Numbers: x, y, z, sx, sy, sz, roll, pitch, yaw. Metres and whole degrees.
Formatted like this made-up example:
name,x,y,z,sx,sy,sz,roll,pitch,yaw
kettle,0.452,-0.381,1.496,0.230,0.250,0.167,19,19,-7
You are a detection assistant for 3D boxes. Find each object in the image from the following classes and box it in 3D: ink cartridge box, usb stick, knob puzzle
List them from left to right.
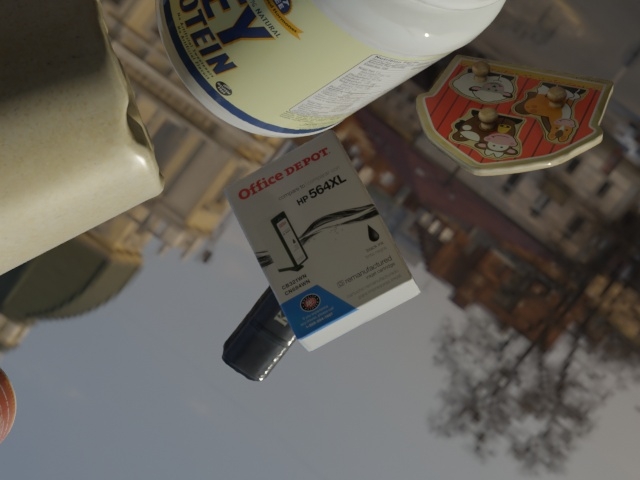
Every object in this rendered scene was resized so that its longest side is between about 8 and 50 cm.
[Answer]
name,x,y,z,sx,sy,sz,roll,pitch,yaw
usb stick,-0.035,0.078,1.905,0.077,0.278,0.045,38,-162,-1
ink cartridge box,0.000,0.000,1.578,0.203,0.148,0.086,62,-177,17
knob puzzle,0.186,-0.128,1.381,0.213,0.213,0.030,44,147,42

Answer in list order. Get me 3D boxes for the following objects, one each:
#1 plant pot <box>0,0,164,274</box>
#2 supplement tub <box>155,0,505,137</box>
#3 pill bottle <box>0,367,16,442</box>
name,x,y,z,sx,sy,sz,roll,pitch,yaw
plant pot,-0.316,-0.095,1.239,0.334,0.305,0.333,160,90,-86
supplement tub,0.021,-0.244,1.214,0.235,0.235,0.325,35,149,-18
pill bottle,-0.394,0.191,1.418,0.121,0.121,0.216,37,-173,-3
